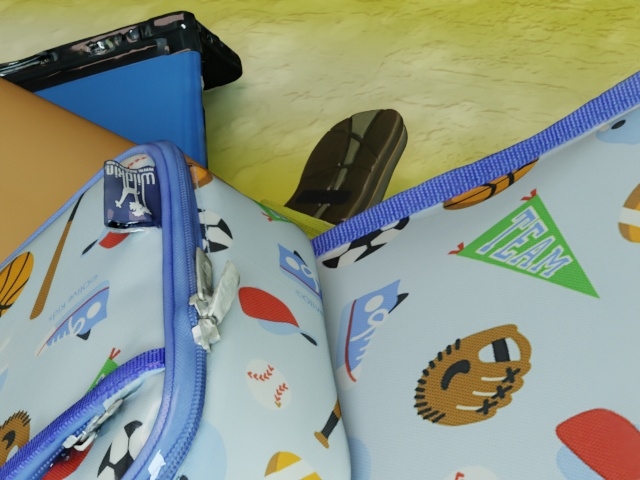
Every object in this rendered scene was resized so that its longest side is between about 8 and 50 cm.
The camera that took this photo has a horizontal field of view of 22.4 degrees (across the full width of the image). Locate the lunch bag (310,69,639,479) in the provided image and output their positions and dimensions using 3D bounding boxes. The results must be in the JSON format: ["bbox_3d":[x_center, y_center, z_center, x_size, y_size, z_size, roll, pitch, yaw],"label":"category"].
[{"bbox_3d":[0.055,0.157,0.721,0.385,0.239,0.328,-25,34,18],"label":"lunch bag"}]

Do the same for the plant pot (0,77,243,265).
[{"bbox_3d":[-0.208,0.029,0.962,0.291,0.203,0.291,-49,11,12],"label":"plant pot"}]

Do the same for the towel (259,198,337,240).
[{"bbox_3d":[-0.080,0.074,1.050,0.102,0.021,0.237,23,69,45],"label":"towel"}]

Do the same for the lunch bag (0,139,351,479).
[{"bbox_3d":[-0.116,0.109,0.692,0.303,0.115,0.243,-43,29,23],"label":"lunch bag"}]

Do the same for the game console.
[{"bbox_3d":[-0.211,-0.060,1.305,0.293,0.173,0.250,-14,-9,10],"label":"game console"}]

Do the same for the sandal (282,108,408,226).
[{"bbox_3d":[0.000,0.000,1.124,0.090,0.060,0.219,4,51,39],"label":"sandal"}]
